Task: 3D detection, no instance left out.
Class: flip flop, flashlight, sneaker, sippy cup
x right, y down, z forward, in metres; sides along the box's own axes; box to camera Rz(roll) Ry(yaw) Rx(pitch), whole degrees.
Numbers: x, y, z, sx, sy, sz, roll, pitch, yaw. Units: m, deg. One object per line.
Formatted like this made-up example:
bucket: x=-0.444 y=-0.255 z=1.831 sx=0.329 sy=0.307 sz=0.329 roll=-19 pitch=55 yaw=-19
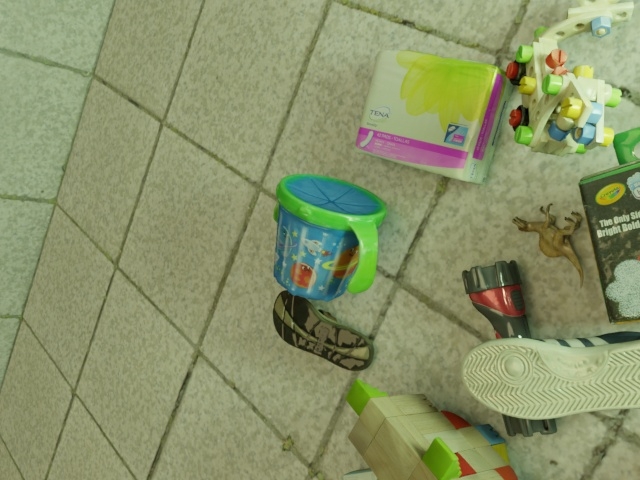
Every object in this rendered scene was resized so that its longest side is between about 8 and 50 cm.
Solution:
flip flop: x=0.007 y=0.205 z=1.473 sx=0.277 sy=0.080 sz=0.112 roll=24 pitch=98 yaw=25
flashlight: x=0.334 y=0.191 z=1.166 sx=0.103 sy=0.103 sz=0.303 roll=-11 pitch=82 yaw=10
sneaker: x=0.410 y=0.213 z=1.049 sx=0.350 sy=0.148 sz=0.131 roll=-5 pitch=88 yaw=31
sippy cup: x=0.000 y=0.000 z=1.406 sx=0.240 sy=0.305 sz=0.223 roll=15 pitch=113 yaw=-2

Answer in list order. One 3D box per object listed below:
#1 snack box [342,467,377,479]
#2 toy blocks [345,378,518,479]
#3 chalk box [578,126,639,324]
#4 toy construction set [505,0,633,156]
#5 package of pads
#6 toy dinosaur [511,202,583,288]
snack box: x=0.163 y=0.620 z=1.301 sx=0.187 sy=0.060 sz=0.321 roll=-23 pitch=72 yaw=37
toy blocks: x=0.238 y=0.402 z=1.139 sx=0.381 sy=0.261 sz=0.190 roll=45 pitch=118 yaw=42
chalk box: x=0.516 y=-0.031 z=0.966 sx=0.180 sy=0.179 sz=0.288 roll=-17 pitch=75 yaw=41
toy construction set: x=0.401 y=-0.274 z=1.065 sx=0.215 sy=0.151 sz=0.327 roll=112 pitch=178 yaw=-66
package of pads: x=0.218 y=-0.255 z=1.297 sx=0.297 sy=0.101 sz=0.229 roll=22 pitch=101 yaw=40
toy dinosaur: x=0.422 y=-0.004 z=1.141 sx=0.183 sy=0.053 sz=0.092 roll=51 pitch=134 yaw=40
